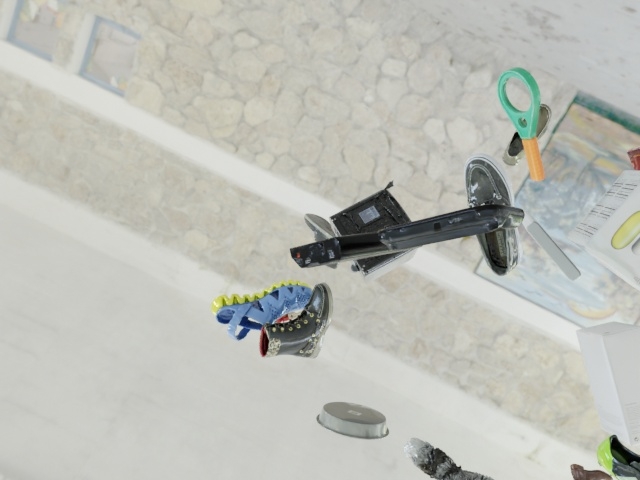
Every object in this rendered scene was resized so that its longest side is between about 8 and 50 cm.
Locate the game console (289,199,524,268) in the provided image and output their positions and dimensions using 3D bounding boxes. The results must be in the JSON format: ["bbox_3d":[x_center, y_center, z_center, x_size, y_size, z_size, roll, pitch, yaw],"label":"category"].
[{"bbox_3d":[0.136,-0.007,0.795,0.213,0.044,0.361,-7,176,-44],"label":"game console"}]

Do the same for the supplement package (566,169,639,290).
[{"bbox_3d":[0.711,-0.018,1.143,0.194,0.203,0.149,37,-167,4],"label":"supplement package"}]

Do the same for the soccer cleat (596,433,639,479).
[{"bbox_3d":[0.559,0.415,0.880,0.060,0.072,0.179,-21,-139,-25],"label":"soccer cleat"}]

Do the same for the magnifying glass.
[{"bbox_3d":[0.402,-0.224,1.008,0.092,0.026,0.231,28,146,63],"label":"magnifying glass"}]

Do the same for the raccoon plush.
[{"bbox_3d":[0.406,0.888,1.635,0.446,0.216,0.299,23,-136,27],"label":"raccoon plush"}]

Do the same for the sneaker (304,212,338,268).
[{"bbox_3d":[0.000,0.000,1.841,0.083,0.118,0.222,-4,-142,-47],"label":"sneaker"}]

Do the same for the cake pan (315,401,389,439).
[{"bbox_3d":[0.130,0.702,2.021,0.293,0.054,0.293,9,179,0],"label":"cake pan"}]

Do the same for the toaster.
[{"bbox_3d":[0.131,-0.015,1.202,0.168,0.185,0.110,59,171,18],"label":"toaster"}]

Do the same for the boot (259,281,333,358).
[{"bbox_3d":[-0.068,0.232,1.453,0.178,0.236,0.085,4,-162,-32],"label":"boot"}]

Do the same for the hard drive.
[{"bbox_3d":[0.709,0.008,1.607,0.203,0.040,0.307,51,-161,5],"label":"hard drive"}]

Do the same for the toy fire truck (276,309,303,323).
[{"bbox_3d":[-0.109,0.269,1.870,0.192,0.047,0.135,-19,-176,-41],"label":"toy fire truck"}]

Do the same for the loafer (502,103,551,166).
[{"bbox_3d":[0.759,-0.387,1.879,0.094,0.251,0.087,32,-172,17],"label":"loafer"}]

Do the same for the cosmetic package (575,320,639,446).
[{"bbox_3d":[1.020,0.473,1.740,0.155,0.365,0.197,-12,177,1],"label":"cosmetic package"}]

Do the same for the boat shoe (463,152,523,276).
[{"bbox_3d":[0.415,-0.062,1.269,0.113,0.306,0.105,-7,-169,36],"label":"boat shoe"}]

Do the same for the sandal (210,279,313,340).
[{"bbox_3d":[-0.165,0.216,1.540,0.317,0.126,0.138,-16,-135,-2],"label":"sandal"}]

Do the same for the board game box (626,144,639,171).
[{"bbox_3d":[0.857,-0.187,1.136,0.027,0.281,0.145,-32,-83,-42],"label":"board game box"}]

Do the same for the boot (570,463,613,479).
[{"bbox_3d":[0.648,0.599,1.216,0.106,0.037,0.114,13,-142,6],"label":"boot"}]
